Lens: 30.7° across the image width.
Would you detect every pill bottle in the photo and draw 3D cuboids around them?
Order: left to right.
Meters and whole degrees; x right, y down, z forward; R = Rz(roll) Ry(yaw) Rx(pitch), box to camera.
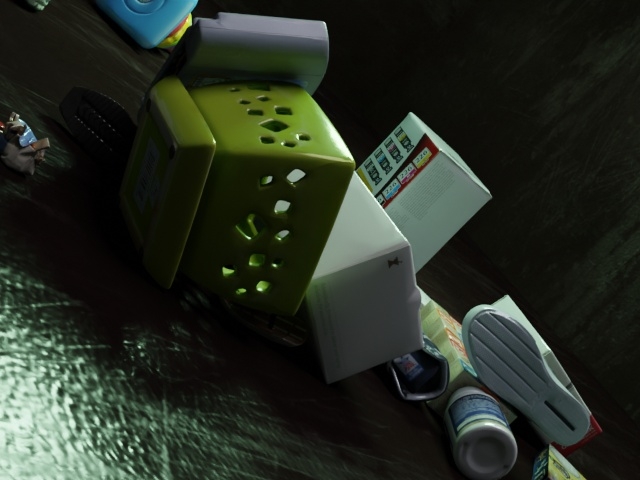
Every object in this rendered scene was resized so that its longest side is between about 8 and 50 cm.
[{"bbox_3d":[0.237,0.285,1.765,0.094,0.094,0.169,42,11,-13],"label":"pill bottle"}]

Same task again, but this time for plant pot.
[{"bbox_3d":[-0.117,-0.065,1.413,0.207,0.228,0.227,7,29,-27],"label":"plant pot"}]

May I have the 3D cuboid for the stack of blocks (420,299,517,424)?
[{"bbox_3d":[0.245,0.236,2.000,0.171,0.087,0.297,41,11,-16],"label":"stack of blocks"}]

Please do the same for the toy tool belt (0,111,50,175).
[{"bbox_3d":[-0.337,-0.116,1.307,0.083,0.051,0.052,49,12,26],"label":"toy tool belt"}]

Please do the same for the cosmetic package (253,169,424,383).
[{"bbox_3d":[0.000,0.000,1.637,0.365,0.155,0.197,-122,-163,-51],"label":"cosmetic package"}]

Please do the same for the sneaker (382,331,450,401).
[{"bbox_3d":[0.093,0.140,1.781,0.282,0.099,0.153,41,9,-29],"label":"sneaker"}]

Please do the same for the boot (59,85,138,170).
[{"bbox_3d":[-0.269,-0.128,1.610,0.198,0.077,0.137,41,-4,-5],"label":"boot"}]

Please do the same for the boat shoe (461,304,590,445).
[{"bbox_3d":[0.318,0.218,1.888,0.302,0.109,0.094,50,-6,-21],"label":"boat shoe"}]

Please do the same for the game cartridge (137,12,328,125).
[{"bbox_3d":[-0.110,-0.209,1.538,0.198,0.297,0.062,5,72,-22],"label":"game cartridge"}]

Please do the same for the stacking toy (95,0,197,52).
[{"bbox_3d":[-0.330,-0.460,2.452,0.175,0.166,0.302,43,-4,13],"label":"stacking toy"}]

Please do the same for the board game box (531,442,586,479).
[{"bbox_3d":[0.439,0.450,2.021,0.165,0.042,0.243,45,11,6],"label":"board game box"}]

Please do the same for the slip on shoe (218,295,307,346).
[{"bbox_3d":[-0.079,0.094,1.492,0.135,0.051,0.041,31,-24,-23],"label":"slip on shoe"}]

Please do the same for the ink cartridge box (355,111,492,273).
[{"bbox_3d":[0.103,-0.048,1.965,0.130,0.309,0.272,39,11,-22],"label":"ink cartridge box"}]

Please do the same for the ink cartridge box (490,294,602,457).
[{"bbox_3d":[0.410,0.267,2.266,0.273,0.114,0.197,52,5,-35],"label":"ink cartridge box"}]

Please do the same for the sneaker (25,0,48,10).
[{"bbox_3d":[-0.472,-0.472,1.999,0.107,0.110,0.275,38,12,-27],"label":"sneaker"}]

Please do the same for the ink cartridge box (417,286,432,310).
[{"bbox_3d":[0.190,0.143,2.217,0.181,0.061,0.104,44,10,-4],"label":"ink cartridge box"}]
